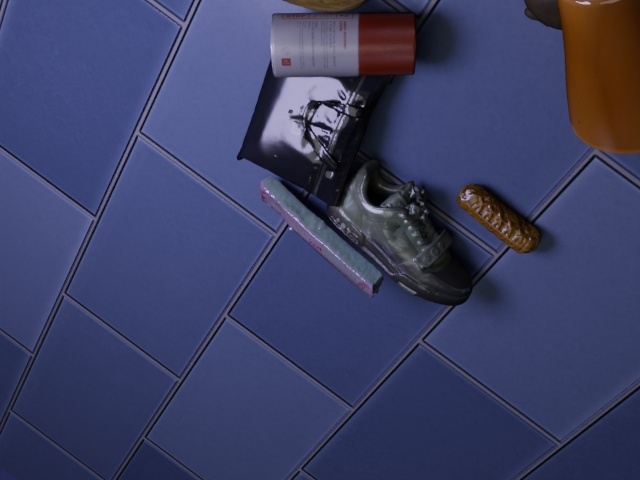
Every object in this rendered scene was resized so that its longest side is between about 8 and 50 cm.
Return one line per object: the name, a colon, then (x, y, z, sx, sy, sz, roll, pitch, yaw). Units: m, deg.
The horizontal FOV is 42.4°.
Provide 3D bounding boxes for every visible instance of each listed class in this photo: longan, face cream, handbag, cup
longan: (0.327, -0.337, 1.129, 0.106, 0.106, 0.119, 40, 149, -2)
face cream: (0.036, -0.296, 1.247, 0.214, 0.096, 0.096, 0, 120, 4)
handbag: (-0.014, -0.204, 1.359, 0.211, 0.088, 0.254, 27, 113, 14)
cup: (0.408, -0.261, 1.054, 0.226, 0.182, 0.264, -39, 135, -4)

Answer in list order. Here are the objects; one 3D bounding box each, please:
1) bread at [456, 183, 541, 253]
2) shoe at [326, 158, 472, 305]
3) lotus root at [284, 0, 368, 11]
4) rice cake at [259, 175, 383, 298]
bread: (0.292, -0.036, 1.352, 0.157, 0.044, 0.052, 38, 124, 0)
shoe: (0.153, -0.020, 1.381, 0.293, 0.109, 0.149, 36, 132, 7)
lotus root: (0.008, -0.416, 1.201, 0.256, 0.140, 0.155, 10, 93, 28)
rice cake: (-0.001, -0.002, 1.450, 0.290, 0.051, 0.081, 43, 168, 16)
